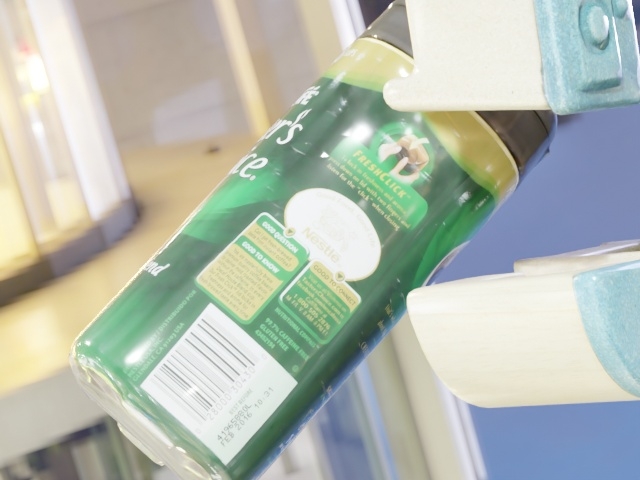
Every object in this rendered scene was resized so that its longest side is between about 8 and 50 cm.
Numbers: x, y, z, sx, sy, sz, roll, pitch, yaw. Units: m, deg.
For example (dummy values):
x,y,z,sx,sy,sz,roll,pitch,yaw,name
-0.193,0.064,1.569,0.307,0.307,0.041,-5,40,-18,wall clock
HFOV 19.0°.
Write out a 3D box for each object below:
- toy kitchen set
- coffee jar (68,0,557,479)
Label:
x,y,z,sx,sy,sz,roll,pitch,yaw,name
0.127,-0.043,0.597,0.122,0.166,0.207,-7,-178,37,toy kitchen set
0.000,0.000,0.661,0.184,0.079,0.096,-47,178,-13,coffee jar
